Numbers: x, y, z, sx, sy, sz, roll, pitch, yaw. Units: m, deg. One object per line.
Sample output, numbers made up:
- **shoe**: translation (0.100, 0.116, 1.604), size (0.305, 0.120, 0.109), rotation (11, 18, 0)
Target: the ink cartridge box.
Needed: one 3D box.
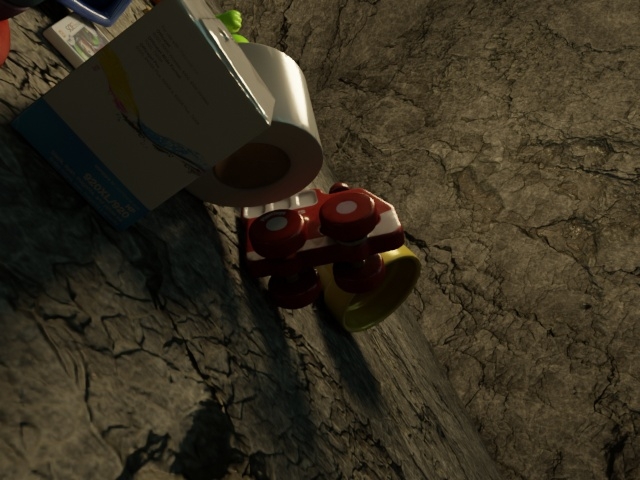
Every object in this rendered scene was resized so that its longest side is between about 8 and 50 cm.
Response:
- **ink cartridge box**: translation (-0.196, -0.163, 0.592), size (0.168, 0.233, 0.171), rotation (53, 12, -24)

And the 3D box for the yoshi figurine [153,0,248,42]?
- **yoshi figurine**: translation (-0.332, -0.631, 1.427), size (0.362, 0.203, 0.203), rotation (58, 4, -12)

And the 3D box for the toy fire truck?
- **toy fire truck**: translation (-0.006, -0.027, 0.920), size (0.254, 0.302, 0.169), rotation (-101, 177, -51)

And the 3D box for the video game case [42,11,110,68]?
- **video game case**: translation (-0.354, -0.287, 0.801), size (0.190, 0.022, 0.173), rotation (51, 13, -34)

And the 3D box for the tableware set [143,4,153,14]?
- **tableware set**: translation (-0.418, -0.557, 1.282), size (0.154, 0.024, 0.104), rotation (52, 9, -21)

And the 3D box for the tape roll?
- **tape roll**: translation (-0.129, -0.191, 0.835), size (0.246, 0.246, 0.169), rotation (40, 33, -57)

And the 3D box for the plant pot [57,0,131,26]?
- **plant pot**: translation (-0.391, -0.513, 0.718), size (0.212, 0.236, 0.236), rotation (43, 11, 4)

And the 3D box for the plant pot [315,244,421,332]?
- **plant pot**: translation (0.087, 0.067, 1.240), size (0.239, 0.254, 0.254), rotation (46, 2, 35)

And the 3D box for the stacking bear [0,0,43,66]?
- **stacking bear**: translation (-0.302, -0.343, 0.481), size (0.175, 0.289, 0.164), rotation (46, 16, -46)
